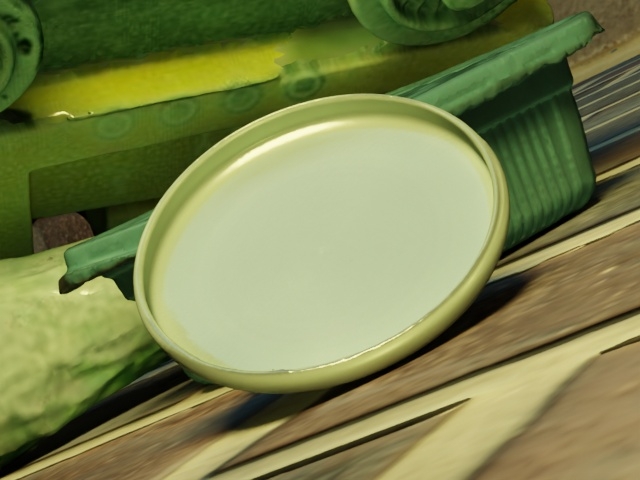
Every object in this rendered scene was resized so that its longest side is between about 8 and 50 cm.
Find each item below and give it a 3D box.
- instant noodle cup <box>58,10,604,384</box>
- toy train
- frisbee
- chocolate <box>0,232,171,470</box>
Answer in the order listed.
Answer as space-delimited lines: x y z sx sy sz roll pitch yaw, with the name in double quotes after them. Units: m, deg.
0.013 -0.010 0.657 0.179 0.070 0.157 -27 4 -36 "instant noodle cup"
-0.071 -0.090 0.790 0.397 0.160 0.253 -13 -36 -15 "toy train"
0.000 0.000 0.516 0.110 0.014 0.110 -12 45 12 "frisbee"
-0.181 0.069 0.739 0.291 0.110 0.110 -24 2 -7 "chocolate"
